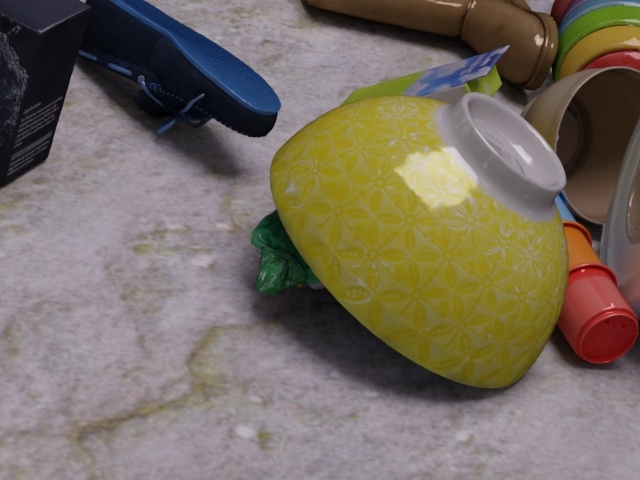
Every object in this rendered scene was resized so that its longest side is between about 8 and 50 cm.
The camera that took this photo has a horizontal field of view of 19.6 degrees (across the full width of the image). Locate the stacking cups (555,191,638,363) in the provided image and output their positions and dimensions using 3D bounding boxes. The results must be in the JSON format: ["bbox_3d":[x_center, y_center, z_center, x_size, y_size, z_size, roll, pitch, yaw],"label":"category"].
[{"bbox_3d":[0.205,0.000,1.756,0.096,0.096,0.316,6,37,-26],"label":"stacking cups"}]

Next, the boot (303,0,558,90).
[{"bbox_3d":[0.119,-0.263,2.150,0.269,0.089,0.236,12,19,-18],"label":"boot"}]

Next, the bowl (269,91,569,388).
[{"bbox_3d":[0.117,-0.033,1.576,0.289,0.156,0.289,33,26,-19],"label":"bowl"}]

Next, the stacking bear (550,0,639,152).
[{"bbox_3d":[0.344,-0.179,2.087,0.164,0.175,0.289,18,35,-10],"label":"stacking bear"}]

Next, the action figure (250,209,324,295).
[{"bbox_3d":[0.000,0.000,1.621,0.137,0.063,0.232,31,26,14],"label":"action figure"}]

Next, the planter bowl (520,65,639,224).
[{"bbox_3d":[0.270,-0.102,1.914,0.162,0.162,0.109,1,7,-33],"label":"planter bowl"}]

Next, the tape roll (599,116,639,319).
[{"bbox_3d":[0.359,-0.052,1.731,0.100,0.286,0.286,17,28,-6],"label":"tape roll"}]

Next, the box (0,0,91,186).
[{"bbox_3d":[-0.301,-0.155,1.585,0.156,0.158,0.093,27,29,11],"label":"box"}]

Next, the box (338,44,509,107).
[{"bbox_3d":[0.102,-0.140,1.849,0.178,0.042,0.109,-15,17,24],"label":"box"}]

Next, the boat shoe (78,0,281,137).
[{"bbox_3d":[-0.138,-0.155,1.782,0.109,0.089,0.258,9,22,-48],"label":"boat shoe"}]
